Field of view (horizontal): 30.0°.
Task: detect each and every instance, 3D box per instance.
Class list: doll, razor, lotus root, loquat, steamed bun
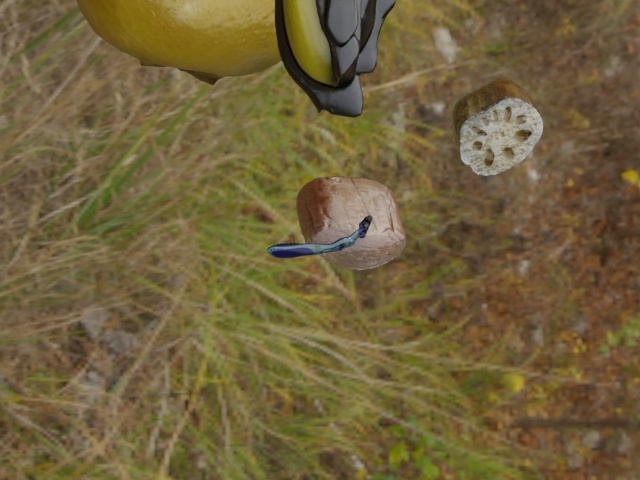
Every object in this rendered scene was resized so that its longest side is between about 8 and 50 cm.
[{"bbox_3d":[0.008,-0.207,0.846,0.127,0.088,0.248,-45,142,-53],"label":"doll"},{"bbox_3d":[0.003,0.003,1.555,0.155,0.044,0.028,-13,56,-29],"label":"razor"},{"bbox_3d":[0.237,-0.155,1.624,0.112,0.122,0.081,53,12,-32],"label":"lotus root"},{"bbox_3d":[-0.142,-0.375,1.486,0.328,0.328,0.359,-11,122,-45],"label":"loquat"},{"bbox_3d":[0.047,-0.022,1.911,0.175,0.106,0.144,8,47,-26],"label":"steamed bun"}]
